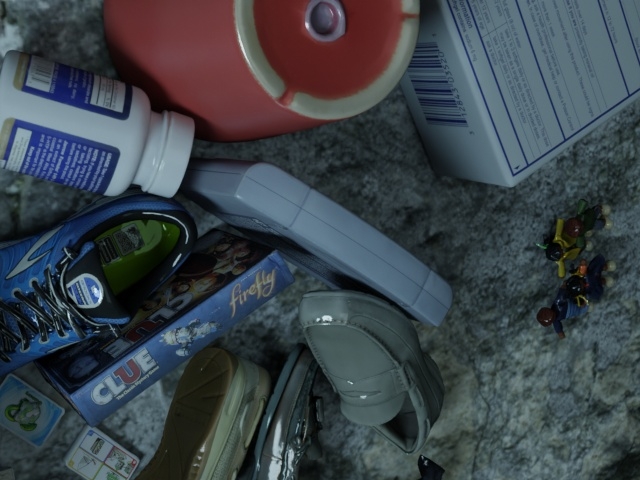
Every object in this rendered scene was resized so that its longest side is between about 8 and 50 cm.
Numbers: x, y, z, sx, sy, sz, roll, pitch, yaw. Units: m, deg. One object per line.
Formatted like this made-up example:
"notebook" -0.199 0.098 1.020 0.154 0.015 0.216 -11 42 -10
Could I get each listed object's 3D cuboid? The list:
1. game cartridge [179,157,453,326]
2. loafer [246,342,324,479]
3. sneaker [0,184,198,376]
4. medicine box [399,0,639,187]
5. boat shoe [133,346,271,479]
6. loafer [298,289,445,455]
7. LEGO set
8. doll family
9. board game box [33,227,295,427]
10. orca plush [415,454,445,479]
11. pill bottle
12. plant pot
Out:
"game cartridge" 0.000 0.000 1.095 0.294 0.196 0.060 33 83 -30
"loafer" -0.035 0.254 1.163 0.084 0.096 0.268 19 88 9
"sneaker" -0.261 0.046 0.979 0.330 0.147 0.130 -35 108 -21
"medicine box" 0.240 -0.251 1.214 0.289 0.149 0.264 -34 113 -21
"boat shoe" -0.139 0.270 1.118 0.098 0.109 0.302 30 78 -46
"loafer" 0.063 0.152 1.148 0.319 0.112 0.112 47 47 -50
"LEGO set" -0.331 0.242 1.051 0.244 0.060 0.183 43 65 -29
"doll family" 0.338 0.039 1.361 0.111 0.076 0.193 -18 103 -46
"board game box" -0.164 0.079 1.034 0.243 0.165 0.042 -36 114 -20
"orca plush" 0.052 0.388 1.250 0.102 0.151 0.287 28 87 1
"pill bottle" -0.223 -0.104 0.982 0.186 0.112 0.112 16 91 -19
"plant pot" -0.047 -0.220 1.004 0.274 0.243 0.275 -6 102 -28
